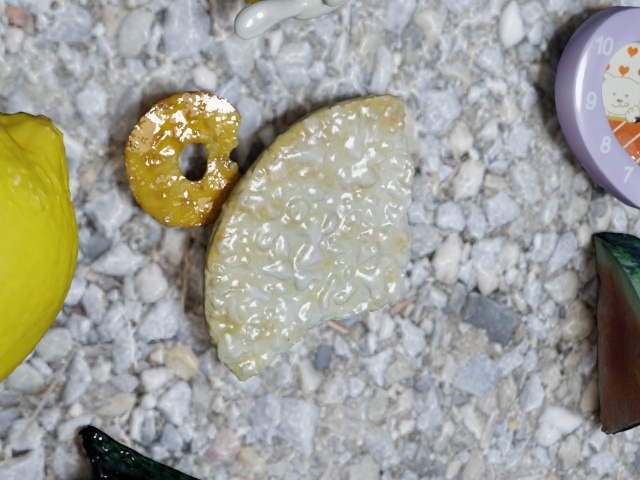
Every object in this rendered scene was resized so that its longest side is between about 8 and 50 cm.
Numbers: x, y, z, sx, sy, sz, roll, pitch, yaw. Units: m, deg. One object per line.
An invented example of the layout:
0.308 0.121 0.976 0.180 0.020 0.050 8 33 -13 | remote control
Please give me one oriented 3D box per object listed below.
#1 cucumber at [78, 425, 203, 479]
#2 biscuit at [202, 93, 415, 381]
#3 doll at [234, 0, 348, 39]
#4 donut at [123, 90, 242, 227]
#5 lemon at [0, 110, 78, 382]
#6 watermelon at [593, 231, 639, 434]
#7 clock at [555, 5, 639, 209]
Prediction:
-0.129 0.239 0.827 0.220 0.046 0.070 33 102 -23 | cucumber
0.000 0.000 0.781 0.188 0.040 0.265 34 90 -35 | biscuit
-0.012 -0.190 0.702 0.135 0.113 0.071 -46 135 -22 | doll
-0.107 -0.066 0.745 0.097 0.043 0.108 -1 107 -17 | donut
-0.291 0.017 0.611 0.263 0.236 0.236 -9 108 -4 | lemon
0.328 0.107 0.872 0.136 0.207 0.202 -4 126 11 | watermelon
0.290 -0.114 0.840 0.198 0.064 0.172 3 104 -18 | clock
